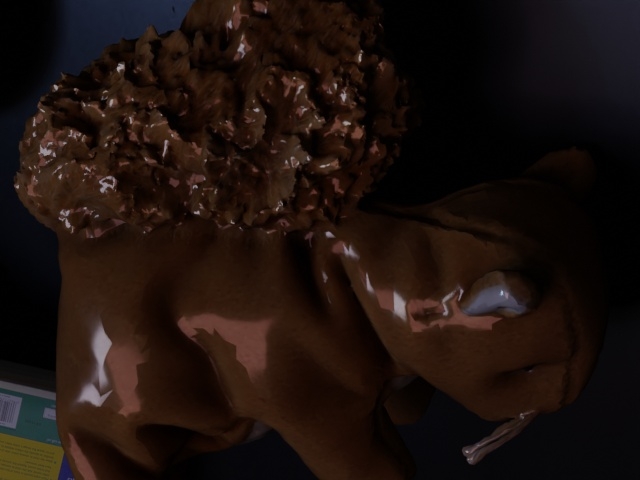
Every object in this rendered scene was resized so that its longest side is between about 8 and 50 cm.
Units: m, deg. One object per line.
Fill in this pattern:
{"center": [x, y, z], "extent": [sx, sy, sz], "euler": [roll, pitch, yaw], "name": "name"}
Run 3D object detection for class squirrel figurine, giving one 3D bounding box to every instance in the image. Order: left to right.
{"center": [0.000, 0.000, 1.285], "extent": [0.370, 0.281, 0.397], "euler": [-10, 112, 33], "name": "squirrel figurine"}

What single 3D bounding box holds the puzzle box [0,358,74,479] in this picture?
{"center": [-0.357, 0.224, 1.639], "extent": [0.408, 0.052, 0.272], "euler": [14, 106, -5], "name": "puzzle box"}
